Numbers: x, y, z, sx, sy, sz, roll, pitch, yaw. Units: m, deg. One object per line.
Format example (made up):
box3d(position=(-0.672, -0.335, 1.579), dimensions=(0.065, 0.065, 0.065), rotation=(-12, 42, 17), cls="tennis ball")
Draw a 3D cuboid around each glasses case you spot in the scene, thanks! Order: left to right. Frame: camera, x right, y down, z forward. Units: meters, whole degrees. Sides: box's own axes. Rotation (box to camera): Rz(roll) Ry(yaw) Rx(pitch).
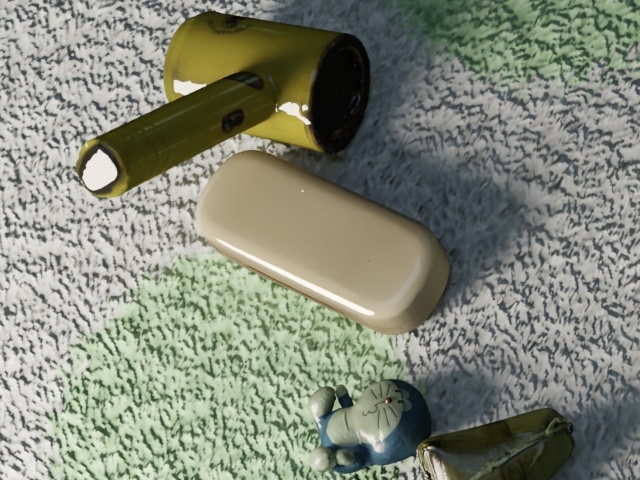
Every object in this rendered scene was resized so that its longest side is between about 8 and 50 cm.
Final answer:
box3d(position=(0.000, 0.000, 1.291), dimensions=(0.196, 0.050, 0.083), rotation=(27, 81, 28), cls="glasses case")

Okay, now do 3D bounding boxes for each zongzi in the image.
box3d(position=(0.126, 0.173, 1.172), dimensions=(0.104, 0.052, 0.113), rotation=(-16, 76, 7), cls="zongzi")

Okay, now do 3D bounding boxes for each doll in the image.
box3d(position=(0.034, 0.125, 1.223), dimensions=(0.083, 0.050, 0.076), rotation=(-21, 44, 13), cls="doll")

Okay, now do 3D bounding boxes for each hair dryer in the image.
box3d(position=(-0.087, -0.091, 1.259), dimensions=(0.135, 0.279, 0.090), rotation=(14, 115, 25), cls="hair dryer")
